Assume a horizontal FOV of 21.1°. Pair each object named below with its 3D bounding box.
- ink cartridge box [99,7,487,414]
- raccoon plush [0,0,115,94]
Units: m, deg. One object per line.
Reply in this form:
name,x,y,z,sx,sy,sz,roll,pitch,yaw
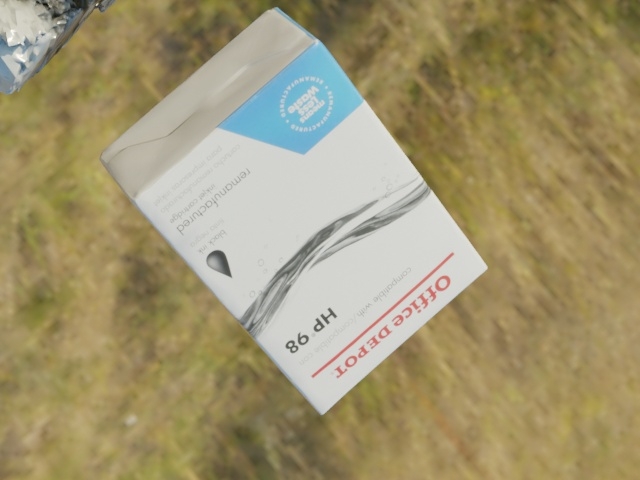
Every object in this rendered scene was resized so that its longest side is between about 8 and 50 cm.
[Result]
ink cartridge box,0.000,0.000,0.764,0.104,0.060,0.180,-41,121,-3
raccoon plush,-0.258,-0.341,1.418,0.216,0.299,0.446,-49,-173,26
